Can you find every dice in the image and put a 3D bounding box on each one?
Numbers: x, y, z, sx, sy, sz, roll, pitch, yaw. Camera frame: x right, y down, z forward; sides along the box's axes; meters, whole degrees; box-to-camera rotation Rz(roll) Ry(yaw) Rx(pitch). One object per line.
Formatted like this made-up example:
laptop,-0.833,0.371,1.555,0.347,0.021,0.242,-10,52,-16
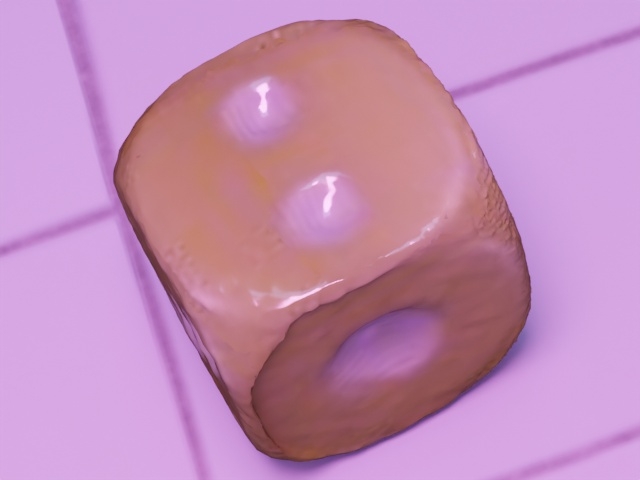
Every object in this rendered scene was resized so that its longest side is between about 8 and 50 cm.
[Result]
dice,0.000,0.000,0.964,0.169,0.166,0.169,-27,56,-7
